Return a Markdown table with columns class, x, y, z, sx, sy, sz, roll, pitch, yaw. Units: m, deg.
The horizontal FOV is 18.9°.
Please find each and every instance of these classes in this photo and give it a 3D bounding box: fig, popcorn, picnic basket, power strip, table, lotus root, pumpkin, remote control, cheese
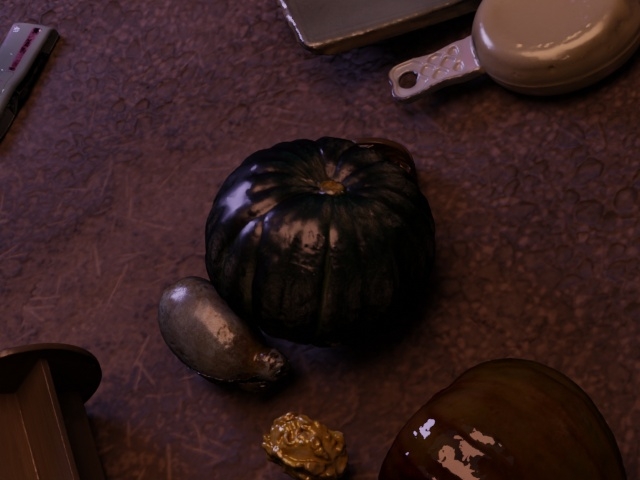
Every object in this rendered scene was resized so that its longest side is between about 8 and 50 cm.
| class | x | y | z | sx | sy | sz | roll | pitch | yaw |
| --- | --- | --- | --- | --- | --- | --- | --- | --- | --- |
| fig | 0.210 | 0.237 | 1.592 | 0.321 | 0.217 | 0.217 | 30 | 71 | 16 |
| popcorn | -0.014 | 0.194 | 1.772 | 0.082 | 0.083 | 0.057 | 30 | 74 | 1 |
| picnic basket | 0.059 | -0.078 | 1.922 | 0.072 | 0.083 | 0.072 | -11 | 54 | 16 |
| power strip | 0.055 | -0.271 | 2.070 | 0.213 | 0.064 | 0.198 | -16 | 50 | -6 |
| table | -0.260 | 0.235 | 1.805 | 0.167 | 0.167 | 0.227 | -24 | 60 | 5 |
| lotus root | -0.100 | 0.095 | 1.867 | 0.088 | 0.088 | 0.165 | -44 | 58 | -11 |
| pumpkin | 0.000 | 0.000 | 1.831 | 0.220 | 0.162 | 0.220 | 7 | 44 | -7 |
| remote control | -0.361 | -0.183 | 2.199 | 0.065 | 0.029 | 0.166 | 10 | 61 | 28 |
| cheese | 0.200 | -0.190 | 1.950 | 0.249 | 0.071 | 0.163 | -36 | 51 | -5 |
